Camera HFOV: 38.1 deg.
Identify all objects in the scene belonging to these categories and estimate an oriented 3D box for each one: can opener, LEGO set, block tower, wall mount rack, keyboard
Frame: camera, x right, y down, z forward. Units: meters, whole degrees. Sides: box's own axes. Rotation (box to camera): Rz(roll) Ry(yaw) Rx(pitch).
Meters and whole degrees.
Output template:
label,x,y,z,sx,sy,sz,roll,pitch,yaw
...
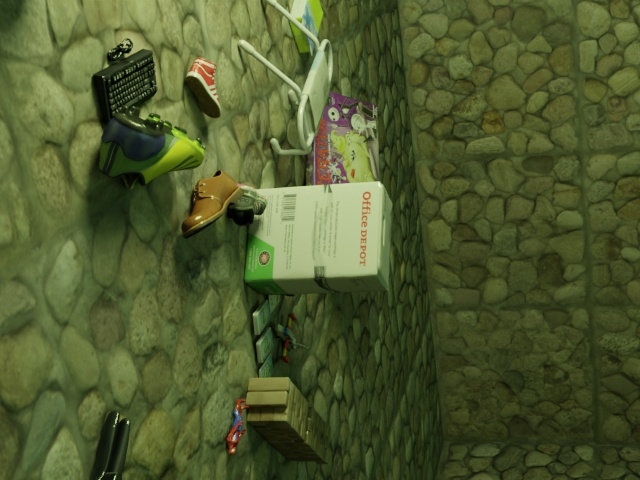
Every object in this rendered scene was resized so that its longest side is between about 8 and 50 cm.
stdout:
label,x,y,z,sx,sy,sz,roll,pitch,yaw
can opener,-0.298,0.325,1.309,0.186,0.073,0.059,-87,157,-49
LEGO set,-0.084,0.195,2.054,0.244,0.060,0.183,-55,143,-65
block tower,-0.066,0.400,2.023,0.335,0.097,0.091,59,33,-55
wall mount rack,-0.067,-0.372,2.079,0.350,0.130,0.304,-75,160,-45
keyboard,-0.299,-0.256,1.440,0.180,0.023,0.108,-60,144,-63

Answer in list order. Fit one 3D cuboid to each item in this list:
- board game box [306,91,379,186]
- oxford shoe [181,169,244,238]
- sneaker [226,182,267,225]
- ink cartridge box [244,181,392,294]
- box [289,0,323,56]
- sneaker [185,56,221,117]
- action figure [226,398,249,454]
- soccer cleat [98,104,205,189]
label,x,y,z,sx,sy,sz,roll,pitch,yaw
board game box,0.058,-0.205,2.375,0.208,0.056,0.347,9,72,-29
oxford shoe,-0.210,-0.067,1.670,0.076,0.076,0.212,54,25,-13
sneaker,-0.152,-0.064,1.850,0.170,0.063,0.075,50,58,-80
ink cartridge box,0.000,0.000,1.947,0.121,0.289,0.211,50,41,-64
box,-0.037,-0.558,2.331,0.109,0.042,0.178,68,26,-47
sneaker,-0.208,-0.286,1.715,0.118,0.042,0.067,64,32,-50
action figure,-0.162,0.368,1.813,0.038,0.030,0.115,77,21,-47
soccer cleat,-0.269,-0.135,1.461,0.121,0.093,0.289,-62,169,5
